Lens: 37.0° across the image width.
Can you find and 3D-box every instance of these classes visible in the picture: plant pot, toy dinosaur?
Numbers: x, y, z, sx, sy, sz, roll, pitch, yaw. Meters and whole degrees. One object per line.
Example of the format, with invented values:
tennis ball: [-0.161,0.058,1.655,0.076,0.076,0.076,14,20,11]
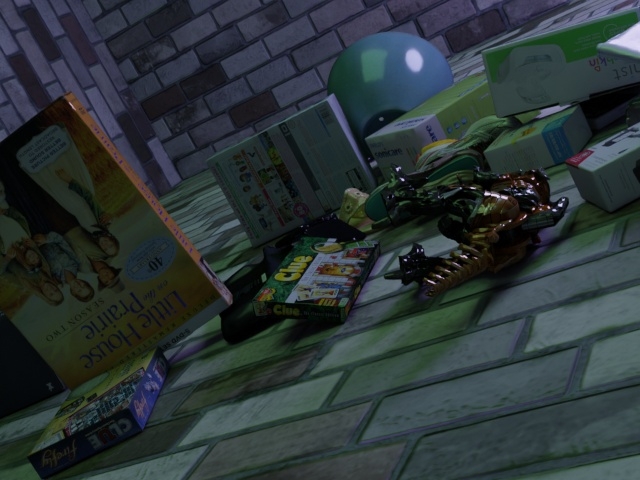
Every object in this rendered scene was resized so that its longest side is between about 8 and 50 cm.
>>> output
plant pot: [0.158,-0.286,2.121,0.290,0.290,0.195,-24,35,20]
toy dinosaur: [0.191,-0.023,1.206,0.218,0.164,0.322,-2,2,29]

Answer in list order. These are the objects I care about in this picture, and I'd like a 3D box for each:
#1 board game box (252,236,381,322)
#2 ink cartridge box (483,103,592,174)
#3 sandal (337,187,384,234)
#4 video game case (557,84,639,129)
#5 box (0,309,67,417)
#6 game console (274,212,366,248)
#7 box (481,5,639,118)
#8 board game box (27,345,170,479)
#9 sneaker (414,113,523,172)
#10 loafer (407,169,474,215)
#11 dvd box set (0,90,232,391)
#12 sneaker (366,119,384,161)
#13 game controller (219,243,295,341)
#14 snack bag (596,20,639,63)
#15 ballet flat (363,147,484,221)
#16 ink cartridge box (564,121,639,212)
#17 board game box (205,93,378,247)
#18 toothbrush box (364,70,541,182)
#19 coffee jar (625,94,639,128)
board game box: [0.001,0.053,1.436,0.136,0.030,0.260,0,21,15]
ink cartridge box: [0.343,-0.154,1.577,0.181,0.061,0.104,-18,15,38]
sandal: [0.056,-0.056,1.764,0.088,0.079,0.240,-37,15,-36]
video game case: [0.511,-0.244,1.677,0.173,0.022,0.190,-29,13,-6]
box: [-0.618,0.211,1.916,0.343,0.179,0.312,-25,14,18]
game console: [0.000,0.000,1.679,0.107,0.071,0.122,-34,-7,33]
box: [0.433,-0.306,1.636,0.262,0.127,0.231,-12,9,24]
board game box: [-0.322,0.250,1.426,0.165,0.042,0.243,-27,12,7]
sneaker: [0.269,-0.148,1.708,0.225,0.088,0.093,-26,24,30]
loafer: [0.204,-0.073,1.585,0.148,0.056,0.050,-17,52,16]
dvd box set: [-0.387,0.022,1.523,0.307,0.420,0.062,-34,13,8]
sneaker: [0.074,-0.234,2.421,0.235,0.094,0.153,-14,7,14]
game controller: [-0.099,0.083,1.618,0.166,0.067,0.319,-42,11,3]
snack bag: [0.620,-0.308,1.350,0.323,0.037,0.342,-35,39,-28]
ballet flat: [0.181,-0.095,1.656,0.221,0.077,0.079,-27,10,13]
ink cartridge box: [0.408,-0.105,1.227,0.150,0.063,0.109,-28,12,2]
board game box: [-0.060,-0.149,2.064,0.303,0.224,0.097,-24,14,14]
toothbrush box: [0.265,-0.232,1.929,0.283,0.122,0.206,-32,13,-21]
coffee jar: [0.519,-0.201,1.340,0.184,0.079,0.096,-35,22,-28]
